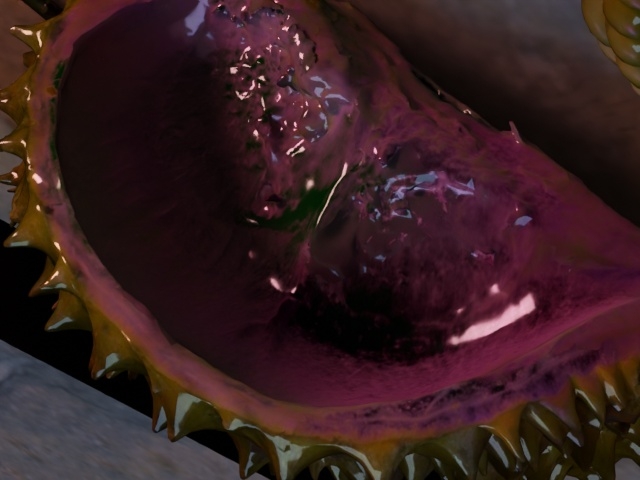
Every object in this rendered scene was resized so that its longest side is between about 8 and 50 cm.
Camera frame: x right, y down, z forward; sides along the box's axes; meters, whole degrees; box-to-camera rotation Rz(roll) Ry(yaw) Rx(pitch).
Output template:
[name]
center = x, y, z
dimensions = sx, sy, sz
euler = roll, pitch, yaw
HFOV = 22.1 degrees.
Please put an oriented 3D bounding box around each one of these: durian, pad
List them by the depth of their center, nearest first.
[durian]
center = -0.009, 0.012, 0.568
dimensions = 0.260, 0.186, 0.154
euler = 48, 135, 34
[pad]
center = -0.087, 0.064, 0.711
dimensions = 0.375, 0.063, 0.315
euler = 31, -176, -20

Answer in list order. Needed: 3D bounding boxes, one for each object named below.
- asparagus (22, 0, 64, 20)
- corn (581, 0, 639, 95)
[asparagus]
center = -0.125, -0.104, 0.693
dimensions = 0.166, 0.013, 0.016
euler = 37, 105, -10
[corn]
center = 0.106, -0.162, 0.327
dimensions = 0.130, 0.130, 0.347
euler = 20, 149, 17
